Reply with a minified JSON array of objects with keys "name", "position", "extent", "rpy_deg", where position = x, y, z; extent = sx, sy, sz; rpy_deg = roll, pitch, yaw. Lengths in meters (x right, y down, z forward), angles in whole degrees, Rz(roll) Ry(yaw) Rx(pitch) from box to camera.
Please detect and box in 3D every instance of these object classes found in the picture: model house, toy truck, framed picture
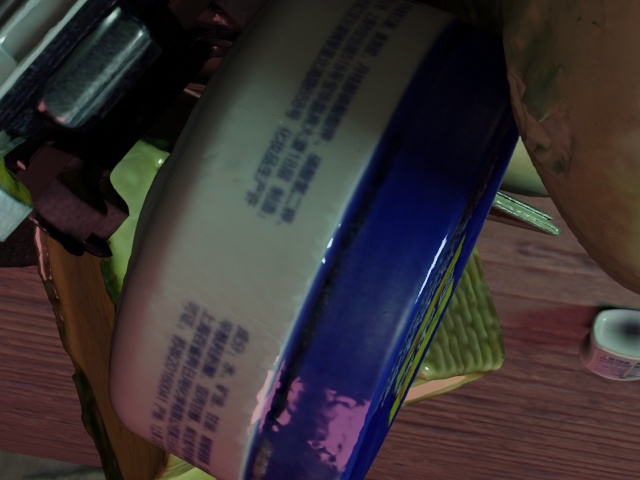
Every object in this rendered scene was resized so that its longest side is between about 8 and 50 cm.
[{"name":"model house","position":[-0.040,0.031,1.135],"extent":[0.266,0.261,0.321],"rpy_deg":[-13,167,-16]},{"name":"toy truck","position":[-0.122,-0.098,0.679],"extent":[0.175,0.146,0.367],"rpy_deg":[41,179,0]},{"name":"framed picture","position":[0.019,-0.048,0.851],"extent":[0.183,0.011,0.142],"rpy_deg":[24,177,-30]}]

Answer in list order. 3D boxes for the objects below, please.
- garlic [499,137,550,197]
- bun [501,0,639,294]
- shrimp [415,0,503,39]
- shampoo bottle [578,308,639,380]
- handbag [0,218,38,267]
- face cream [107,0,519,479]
[{"name":"garlic","position":[0.112,-0.075,0.903],"extent":[0.266,0.148,0.128],"rpy_deg":[27,120,-32]},{"name":"bun","position":[0.166,-0.116,0.559],"extent":[0.283,0.179,0.283],"rpy_deg":[-26,147,-18]},{"name":"shrimp","position":[0.084,-0.112,0.741],"extent":[0.343,0.116,0.145],"rpy_deg":[26,159,-26]},{"name":"shampoo bottle","position":[0.263,0.092,1.415],"extent":[0.072,0.043,0.099],"rpy_deg":[10,164,4]},{"name":"handbag","position":[-0.249,-0.024,1.307],"extent":[0.175,0.089,0.270],"rpy_deg":[8,164,-21]},{"name":"face cream","position":[0.000,0.000,0.652],"extent":[0.111,0.206,0.206],"rpy_deg":[25,165,9]}]
